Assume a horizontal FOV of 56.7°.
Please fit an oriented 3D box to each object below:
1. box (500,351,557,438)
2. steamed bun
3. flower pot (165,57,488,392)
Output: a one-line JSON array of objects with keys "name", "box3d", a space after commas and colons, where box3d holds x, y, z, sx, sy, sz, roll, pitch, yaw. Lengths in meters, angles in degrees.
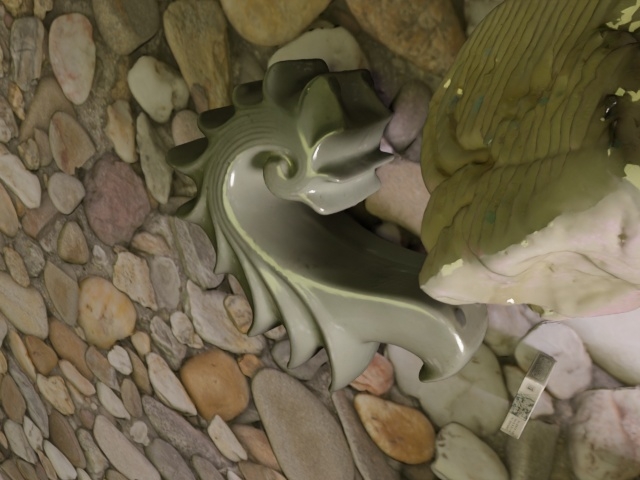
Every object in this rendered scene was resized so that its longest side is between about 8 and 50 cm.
[{"name": "box", "box3d": [0.228, 0.170, 0.650, 0.024, 0.054, 0.083, 28, 126, 25]}, {"name": "steamed bun", "box3d": [0.217, -0.070, 0.442, 0.207, 0.268, 0.280, 24, 149, -18]}, {"name": "flower pot", "box3d": [0.000, 0.000, 0.663, 0.254, 0.164, 0.367, -24, 95, 36]}]
